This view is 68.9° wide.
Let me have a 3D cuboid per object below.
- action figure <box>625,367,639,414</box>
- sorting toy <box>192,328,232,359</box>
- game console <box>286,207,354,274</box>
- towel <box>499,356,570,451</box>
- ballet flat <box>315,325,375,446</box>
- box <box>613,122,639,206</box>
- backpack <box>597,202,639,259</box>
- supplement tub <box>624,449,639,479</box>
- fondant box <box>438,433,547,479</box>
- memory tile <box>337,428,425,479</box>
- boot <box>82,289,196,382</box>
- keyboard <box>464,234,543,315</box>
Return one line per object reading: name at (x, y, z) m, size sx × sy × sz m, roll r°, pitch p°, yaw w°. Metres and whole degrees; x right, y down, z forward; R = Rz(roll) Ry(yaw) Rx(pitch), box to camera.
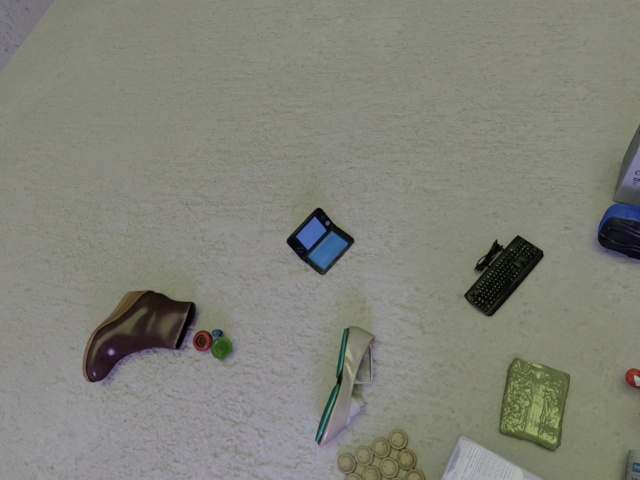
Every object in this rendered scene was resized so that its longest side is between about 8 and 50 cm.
action figure at (0.612, 0.325, 0.741) m, size 0.139 × 0.091 × 0.280 m, roll -38°, pitch 57°, yaw -20°
sorting toy at (-0.245, 0.237, 1.088) m, size 0.102 × 0.042 × 0.061 m, roll 17°, pitch 83°, yaw 12°
game console at (0.000, 0.000, 1.125) m, size 0.122 × 0.107 × 0.071 m, roll -47°, pitch 31°, yaw -12°
towel at (0.394, 0.299, 0.863) m, size 0.110 × 0.027 × 0.148 m, roll 12°, pitch 66°, yaw 23°
ballet flat at (0.060, 0.294, 0.941) m, size 0.086 × 0.086 × 0.248 m, roll 8°, pitch 63°, yaw 20°
box at (0.715, -0.152, 0.928) m, size 0.182 × 0.181 × 0.119 m, roll 18°, pitch 68°, yaw 25°
backpack at (0.626, -0.021, 0.935) m, size 0.120 × 0.097 × 0.101 m, roll 16°, pitch 38°, yaw 24°
supplement tub at (0.525, 0.399, 0.742) m, size 0.071 × 0.071 × 0.107 m, roll 12°, pitch 66°, yaw 22°
fondant box at (0.342, 0.424, 0.684) m, size 0.331 × 0.238 × 0.096 m, roll 22°, pitch 69°, yaw 26°
memory tile at (0.113, 0.436, 0.879) m, size 0.148 × 0.012 × 0.113 m, roll -25°, pitch 58°, yaw 1°
boot at (-0.430, 0.234, 1.108) m, size 0.207 × 0.090 × 0.248 m, roll 8°, pitch 61°, yaw 23°
keyboard at (0.380, 0.063, 0.994) m, size 0.192 × 0.038 × 0.100 m, roll -45°, pitch 59°, yaw -12°
